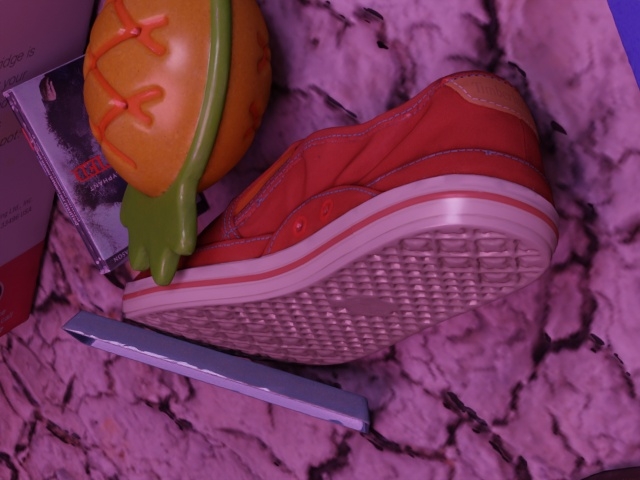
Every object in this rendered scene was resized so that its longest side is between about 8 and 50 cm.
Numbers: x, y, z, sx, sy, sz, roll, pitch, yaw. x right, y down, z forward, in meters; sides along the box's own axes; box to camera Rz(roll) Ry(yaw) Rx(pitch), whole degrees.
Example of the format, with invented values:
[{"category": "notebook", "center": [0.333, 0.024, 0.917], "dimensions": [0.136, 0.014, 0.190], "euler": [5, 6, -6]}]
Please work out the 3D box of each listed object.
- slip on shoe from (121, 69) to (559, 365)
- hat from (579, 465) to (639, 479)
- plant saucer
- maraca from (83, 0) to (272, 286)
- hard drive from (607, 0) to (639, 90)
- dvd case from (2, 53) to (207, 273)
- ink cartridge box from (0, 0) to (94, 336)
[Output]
[{"category": "slip on shoe", "center": [0.000, 0.000, 0.708], "dimensions": [0.123, 0.101, 0.331], "euler": [22, 152, -30]}, {"category": "hat", "center": [0.222, 0.286, 0.677], "dimensions": [0.331, 0.134, 0.331], "euler": [15, 120, 27]}, {"category": "plant saucer", "center": [-0.060, 0.079, 0.780], "dimensions": [0.192, 0.018, 0.067], "euler": [16, 167, 5]}, {"category": "maraca", "center": [-0.081, -0.070, 0.701], "dimensions": [0.127, 0.099, 0.186], "euler": [-157, 74, -65]}, {"category": "hard drive", "center": [0.228, -0.189, 0.446], "dimensions": [0.318, 0.040, 0.210], "euler": [-25, 78, 40]}, {"category": "dvd case", "center": [-0.126, -0.051, 0.765], "dimensions": [0.013, 0.087, 0.119], "euler": [-15, 105, 47]}, {"category": "ink cartridge box", "center": [-0.288, -0.073, 0.741], "dimensions": [0.160, 0.279, 0.385], "euler": [34, 128, 17]}]
